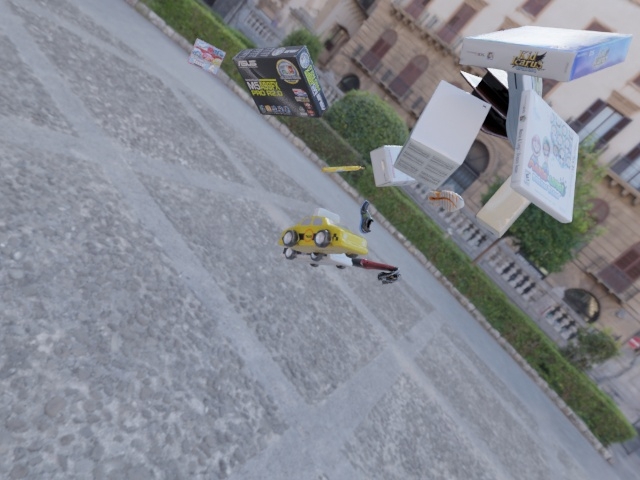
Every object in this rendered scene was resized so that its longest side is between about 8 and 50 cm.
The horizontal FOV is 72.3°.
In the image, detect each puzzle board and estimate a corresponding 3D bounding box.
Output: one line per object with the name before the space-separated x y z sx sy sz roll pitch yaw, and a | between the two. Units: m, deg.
puzzle board | -0.441 -0.711 1.705 0.128 0.096 0.011 10 27 -45

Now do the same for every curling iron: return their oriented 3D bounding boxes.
curling iron | 0.134 0.078 1.343 0.274 0.068 0.035 18 -50 50

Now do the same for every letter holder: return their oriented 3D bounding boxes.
letter holder | 0.623 -0.535 1.629 0.214 0.152 0.302 2 49 -34

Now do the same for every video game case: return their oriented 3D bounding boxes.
video game case | 0.325 -0.116 0.627 0.157 0.143 0.019 20 -14 -36
video game case | 0.487 -0.415 0.955 0.269 0.061 0.244 -25 39 -32

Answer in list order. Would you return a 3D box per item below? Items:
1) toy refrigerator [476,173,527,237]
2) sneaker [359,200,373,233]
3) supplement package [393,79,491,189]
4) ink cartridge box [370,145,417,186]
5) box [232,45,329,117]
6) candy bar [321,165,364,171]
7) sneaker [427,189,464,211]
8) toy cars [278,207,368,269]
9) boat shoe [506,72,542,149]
toy refrigerator | 0.682 -0.149 1.552 0.102 0.269 0.094 41 4 26
sneaker | 0.264 -0.130 2.465 0.067 0.078 0.188 15 76 -54
supplement package | 0.325 -0.282 1.208 0.149 0.194 0.203 29 -12 3
ink cartridge box | 0.322 -0.313 1.851 0.212 0.093 0.154 -9 87 -41
box | -0.125 -0.500 1.395 0.270 0.060 0.216 15 -31 34
candy bar | 0.081 -0.267 1.632 0.040 0.161 0.018 -110 -163 -80
sneaker | 0.538 -0.176 1.839 0.083 0.084 0.215 -8 18 -18
toy cars | 0.000 0.000 0.987 0.176 0.087 0.394 12 -10 -2
boat shoe | 0.660 -0.433 1.391 0.094 0.302 0.109 1 -2 -15
